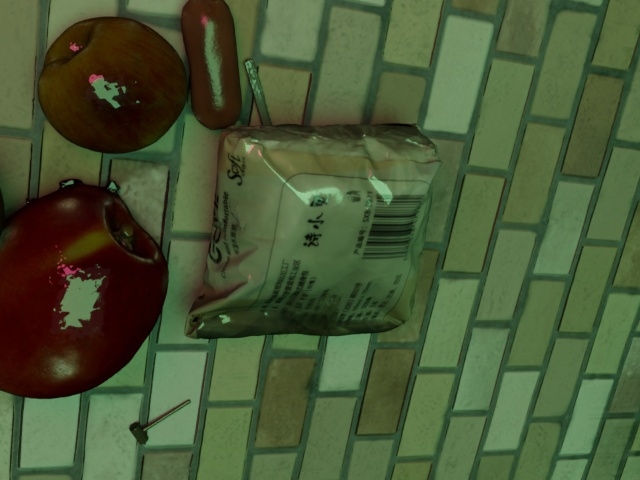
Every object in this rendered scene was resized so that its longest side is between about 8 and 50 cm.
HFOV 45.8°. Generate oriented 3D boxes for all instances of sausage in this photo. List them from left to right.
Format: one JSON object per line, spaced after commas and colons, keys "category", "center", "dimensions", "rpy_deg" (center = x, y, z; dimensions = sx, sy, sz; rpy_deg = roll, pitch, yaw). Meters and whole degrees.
{"category": "sausage", "center": [-0.155, -0.253, 1.092], "dimensions": [0.077, 0.077, 0.194], "rpy_deg": [-10, 112, -16]}

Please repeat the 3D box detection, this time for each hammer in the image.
{"category": "hammer", "center": [-0.271, 0.305, 1.299], "dimensions": [0.110, 0.019, 0.035], "rpy_deg": [-32, 118, -12]}

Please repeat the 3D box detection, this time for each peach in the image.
{"category": "peach", "center": [-0.377, 0.100, 1.074], "dimensions": [0.361, 0.201, 0.258], "rpy_deg": [-42, 119, 0]}

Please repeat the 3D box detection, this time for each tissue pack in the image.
{"category": "tissue pack", "center": [0.000, 0.000, 1.169], "dimensions": [0.390, 0.195, 0.376], "rpy_deg": [1, 117, -23]}

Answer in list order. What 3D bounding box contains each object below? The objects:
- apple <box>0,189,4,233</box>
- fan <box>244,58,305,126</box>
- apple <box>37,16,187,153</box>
{"category": "apple", "center": [-0.527, -0.041, 0.961], "dimensions": [0.237, 0.237, 0.207], "rpy_deg": [-40, 86, -2]}
{"category": "fan", "center": [-0.044, -0.124, 1.215], "dimensions": [0.223, 0.012, 0.294], "rpy_deg": [7, 109, -22]}
{"category": "apple", "center": [-0.279, -0.204, 1.032], "dimensions": [0.195, 0.160, 0.173], "rpy_deg": [-36, 140, 3]}
